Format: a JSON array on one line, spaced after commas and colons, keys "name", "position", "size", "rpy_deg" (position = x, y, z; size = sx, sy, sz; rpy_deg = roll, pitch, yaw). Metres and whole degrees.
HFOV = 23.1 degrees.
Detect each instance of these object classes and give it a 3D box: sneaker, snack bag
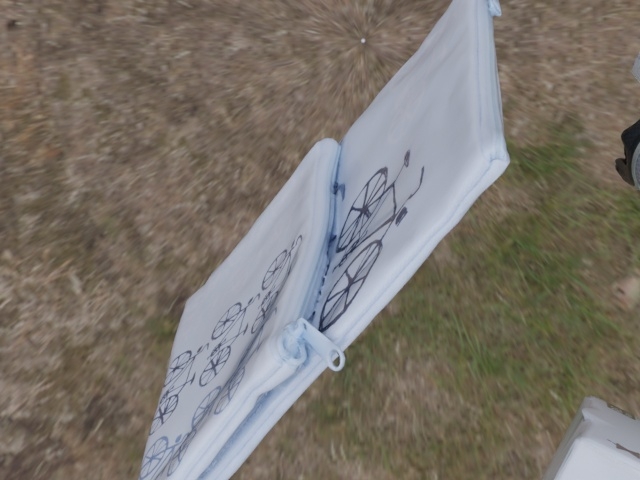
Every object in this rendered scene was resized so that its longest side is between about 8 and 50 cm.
[{"name": "sneaker", "position": [0.229, -0.043, 0.993], "size": [0.063, 0.170, 0.075], "rpy_deg": [-38, 71, 12]}, {"name": "snack bag", "position": [0.000, 0.000, 0.971], "size": [0.037, 0.323, 0.342], "rpy_deg": [36, 114, -12]}]

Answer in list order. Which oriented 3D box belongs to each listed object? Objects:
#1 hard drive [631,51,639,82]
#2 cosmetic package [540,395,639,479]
[{"name": "hard drive", "position": [0.438, -0.161, 1.153], "size": [0.353, 0.047, 0.233], "rpy_deg": [-40, 73, -13]}, {"name": "cosmetic package", "position": [0.146, 0.304, 0.982], "size": [0.156, 0.217, 0.385], "rpy_deg": [28, 98, 9]}]
